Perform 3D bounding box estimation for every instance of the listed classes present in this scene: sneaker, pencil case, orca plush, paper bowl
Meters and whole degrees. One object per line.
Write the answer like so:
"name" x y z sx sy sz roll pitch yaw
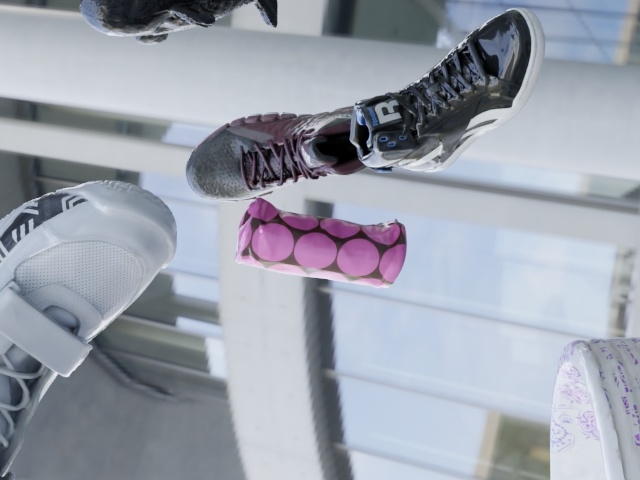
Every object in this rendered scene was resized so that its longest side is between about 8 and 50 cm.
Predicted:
"sneaker" 0.103 -0.125 1.175 0.121 0.079 0.217 -7 -28 -33
"sneaker" -0.040 -0.111 1.599 0.162 0.281 0.106 -73 -32 -81
"pencil case" 0.000 0.000 1.621 0.095 0.209 0.098 115 163 -57
"orca plush" -0.164 -0.294 1.703 0.287 0.102 0.151 0 -49 -42
"paper bowl" 0.264 0.212 0.975 0.284 0.148 0.284 -4 -90 -90
"sneaker" -0.255 0.117 1.059 0.137 0.366 0.210 41 -156 -39
